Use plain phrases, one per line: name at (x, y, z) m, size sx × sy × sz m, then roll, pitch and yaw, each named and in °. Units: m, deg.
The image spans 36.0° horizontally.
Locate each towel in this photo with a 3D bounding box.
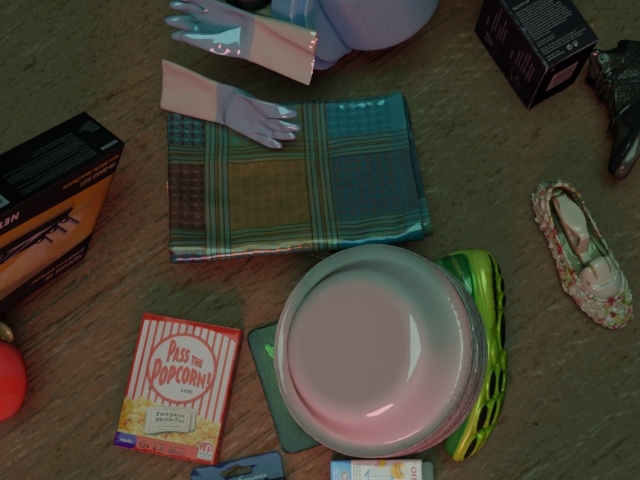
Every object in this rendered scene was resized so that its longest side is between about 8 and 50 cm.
towel at (-0.037, -0.097, 1.427) m, size 0.369 × 0.040 × 0.272 m, roll -5°, pitch 56°, yaw -3°

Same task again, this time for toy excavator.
toy excavator at (0.134, -0.416, 1.389) m, size 0.445 × 0.222 × 0.433 m, roll 23°, pitch 78°, yaw 26°

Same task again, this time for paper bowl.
paper bowl at (0.069, 0.146, 1.314) m, size 0.284 × 0.148 × 0.285 m, roll -4°, pitch 79°, yaw 22°

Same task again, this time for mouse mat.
mouse mat at (-0.009, 0.198, 1.428) m, size 0.152 × 0.007 × 0.190 m, roll -19°, pitch 76°, yaw -3°

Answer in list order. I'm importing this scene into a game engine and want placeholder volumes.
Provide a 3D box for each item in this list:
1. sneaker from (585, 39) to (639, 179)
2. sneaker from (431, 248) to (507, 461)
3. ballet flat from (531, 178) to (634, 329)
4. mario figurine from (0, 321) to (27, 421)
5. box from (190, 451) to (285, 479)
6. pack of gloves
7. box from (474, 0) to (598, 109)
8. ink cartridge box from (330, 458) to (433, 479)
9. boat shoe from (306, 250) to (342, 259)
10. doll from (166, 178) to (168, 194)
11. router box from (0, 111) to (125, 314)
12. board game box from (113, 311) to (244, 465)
sneaker at (0.442, -0.203, 1.469) m, size 0.130 × 0.087 × 0.228 m, roll 20°, pitch 75°, yaw 8°
sneaker at (0.196, 0.161, 1.396) m, size 0.123 × 0.109 × 0.296 m, roll -2°, pitch 79°, yaw 28°
ballet flat at (0.378, 0.018, 1.423) m, size 0.091 × 0.077 × 0.241 m, roll -28°, pitch 78°, yaw -6°
mario figurine at (-0.521, 0.129, 1.422) m, size 0.198 × 0.170 × 0.321 m, roll -50°, pitch 66°, yaw 27°
box at (-0.101, 0.417, 1.366) m, size 0.136 × 0.036 × 0.225 m, roll -12°, pitch 76°, yaw -1°
pack of gloves at (-0.129, -0.230, 1.382) m, size 0.232 × 0.195 × 0.046 m, roll 20°, pitch 36°, yaw 14°
box at (0.314, -0.304, 1.458) m, size 0.093 × 0.156 × 0.158 m, roll -30°, pitch 78°, yaw -6°
ink cartridge box at (0.085, 0.345, 1.348) m, size 0.143 × 0.090 × 0.092 m, roll -2°, pitch 77°, yaw 2°
boat shoe at (-0.001, 0.002, 1.459) m, size 0.152 × 0.048 × 0.056 m, roll 13°, pitch 65°, yaw -2°
doll at (-0.129, -0.088, 1.476) m, size 0.188 × 0.046 × 0.129 m, roll 12°, pitch 71°, yaw 4°
router box at (-0.411, -0.008, 1.296) m, size 0.081 × 0.243 × 0.309 m, roll 38°, pitch 40°, yaw 9°
board game box at (-0.200, 0.211, 1.409) m, size 0.146 × 0.045 × 0.194 m, roll 9°, pitch 77°, yaw 5°
